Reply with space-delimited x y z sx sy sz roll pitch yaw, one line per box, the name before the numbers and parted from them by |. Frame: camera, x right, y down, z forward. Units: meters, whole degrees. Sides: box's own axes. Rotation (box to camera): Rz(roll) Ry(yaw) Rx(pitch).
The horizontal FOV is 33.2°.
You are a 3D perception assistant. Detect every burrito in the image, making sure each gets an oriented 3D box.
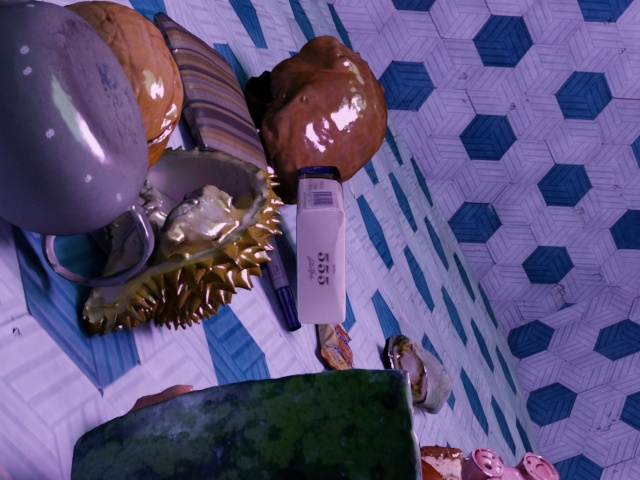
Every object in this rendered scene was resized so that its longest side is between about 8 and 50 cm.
burrito | 0.190 0.253 2.015 0.229 0.089 0.144 25 46 -68

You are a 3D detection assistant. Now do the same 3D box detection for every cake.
cake | 0.145 0.426 1.639 0.112 0.135 0.246 -80 175 -51

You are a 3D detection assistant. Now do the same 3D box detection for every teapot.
teapot | -0.227 -0.093 0.860 0.193 0.129 0.294 -69 136 -70

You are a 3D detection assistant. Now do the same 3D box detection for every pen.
pen | -0.066 0.031 1.508 0.025 0.025 0.204 30 40 -69

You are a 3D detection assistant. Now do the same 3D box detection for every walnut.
walnut | -0.201 -0.141 1.025 0.144 0.144 0.180 48 14 -54

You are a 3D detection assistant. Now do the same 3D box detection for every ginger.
ginger | 0.004 -0.191 1.749 0.269 0.223 0.200 -102 166 -49

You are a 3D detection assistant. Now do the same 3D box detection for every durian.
durian | -0.133 -0.004 1.044 0.166 0.172 0.306 37 31 -16

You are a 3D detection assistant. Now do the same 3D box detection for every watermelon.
watermelon | -0.067 0.245 0.759 0.319 0.222 0.292 148 -57 -72

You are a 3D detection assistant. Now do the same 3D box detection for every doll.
doll | 0.287 0.477 1.733 0.216 0.268 0.284 13 29 -23

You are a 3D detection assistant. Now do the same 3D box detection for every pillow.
pillow | -0.150 -0.196 1.496 0.212 0.052 0.208 68 15 17

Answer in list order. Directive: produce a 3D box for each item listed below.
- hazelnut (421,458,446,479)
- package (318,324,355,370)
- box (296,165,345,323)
hazelnut | 0.069 0.334 1.112 0.229 0.229 0.229 60 15 -27
package | 0.025 0.160 1.629 0.108 0.031 0.120 58 15 -35
box | 0.000 0.000 1.546 0.259 0.071 0.168 -88 177 -72
